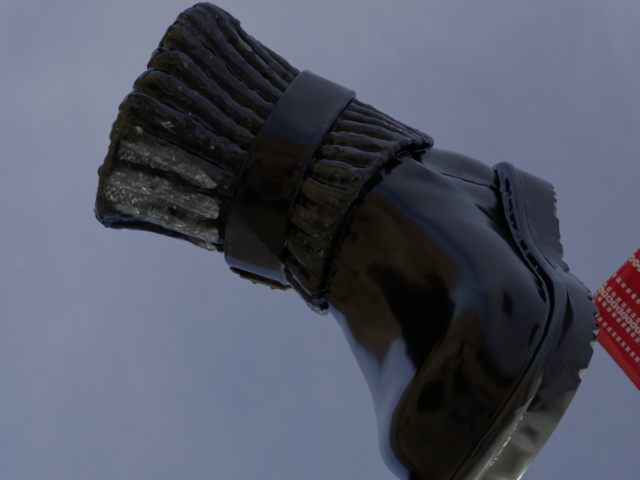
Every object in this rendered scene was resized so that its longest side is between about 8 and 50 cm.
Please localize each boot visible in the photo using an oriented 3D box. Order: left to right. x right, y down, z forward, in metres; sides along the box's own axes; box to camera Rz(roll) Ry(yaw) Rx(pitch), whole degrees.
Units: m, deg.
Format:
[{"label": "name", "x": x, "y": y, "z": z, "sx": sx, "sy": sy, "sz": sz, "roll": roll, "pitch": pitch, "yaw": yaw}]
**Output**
[{"label": "boot", "x": -0.002, "y": 0.003, "z": 0.812, "sx": 0.131, "sy": 0.260, "sz": 0.348, "roll": -60, "pitch": -172, "yaw": 19}]

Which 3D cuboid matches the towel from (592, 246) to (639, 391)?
[{"label": "towel", "x": 0.304, "y": 0.015, "z": 0.924, "sx": 0.275, "sy": 0.031, "sz": 0.199, "roll": -48, "pitch": -130, "yaw": 16}]
